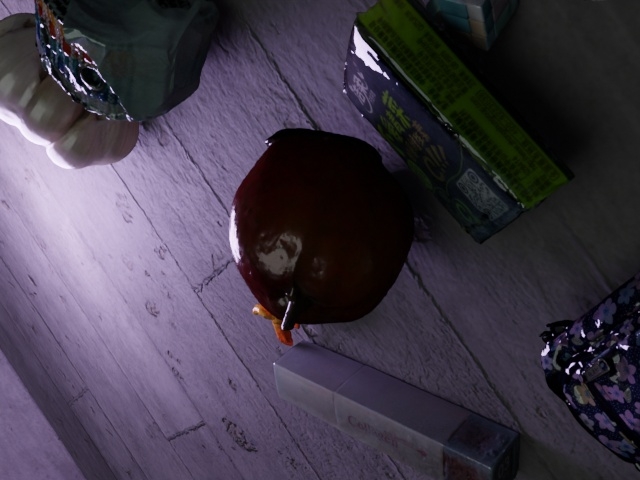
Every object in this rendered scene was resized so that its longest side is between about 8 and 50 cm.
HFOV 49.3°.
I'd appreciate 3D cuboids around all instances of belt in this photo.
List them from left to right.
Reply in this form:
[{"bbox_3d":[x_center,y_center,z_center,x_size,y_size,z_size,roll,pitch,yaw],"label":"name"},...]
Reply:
[{"bbox_3d":[-0.260,-0.279,0.909,0.257,0.207,0.150,48,143,22],"label":"belt"}]

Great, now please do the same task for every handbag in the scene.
[{"bbox_3d":[0.329,0.132,0.644,0.228,0.127,0.208,41,137,6],"label":"handbag"}]

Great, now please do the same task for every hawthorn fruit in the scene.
[{"bbox_3d":[0.000,0.000,0.793,0.215,0.250,0.215,8,135,8],"label":"hawthorn fruit"}]

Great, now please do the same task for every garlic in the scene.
[{"bbox_3d":[-0.431,-0.247,1.124,0.281,0.184,0.203,51,121,9],"label":"garlic"}]

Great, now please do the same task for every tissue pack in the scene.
[{"bbox_3d":[0.121,-0.112,0.688,0.236,0.073,0.173,50,172,8],"label":"tissue pack"}]

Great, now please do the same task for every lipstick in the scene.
[{"bbox_3d":[0.093,0.246,0.991,0.371,0.079,0.076,17,127,37],"label":"lipstick"}]

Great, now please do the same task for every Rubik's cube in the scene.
[{"bbox_3d":[0.137,-0.227,0.642,0.073,0.084,0.075,24,149,29],"label":"Rubik's cube"}]

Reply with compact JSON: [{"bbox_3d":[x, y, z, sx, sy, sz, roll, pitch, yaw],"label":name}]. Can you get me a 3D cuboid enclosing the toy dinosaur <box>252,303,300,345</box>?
[{"bbox_3d":[-0.047,0.053,1.020,0.117,0.070,0.289,15,130,26],"label":"toy dinosaur"}]
